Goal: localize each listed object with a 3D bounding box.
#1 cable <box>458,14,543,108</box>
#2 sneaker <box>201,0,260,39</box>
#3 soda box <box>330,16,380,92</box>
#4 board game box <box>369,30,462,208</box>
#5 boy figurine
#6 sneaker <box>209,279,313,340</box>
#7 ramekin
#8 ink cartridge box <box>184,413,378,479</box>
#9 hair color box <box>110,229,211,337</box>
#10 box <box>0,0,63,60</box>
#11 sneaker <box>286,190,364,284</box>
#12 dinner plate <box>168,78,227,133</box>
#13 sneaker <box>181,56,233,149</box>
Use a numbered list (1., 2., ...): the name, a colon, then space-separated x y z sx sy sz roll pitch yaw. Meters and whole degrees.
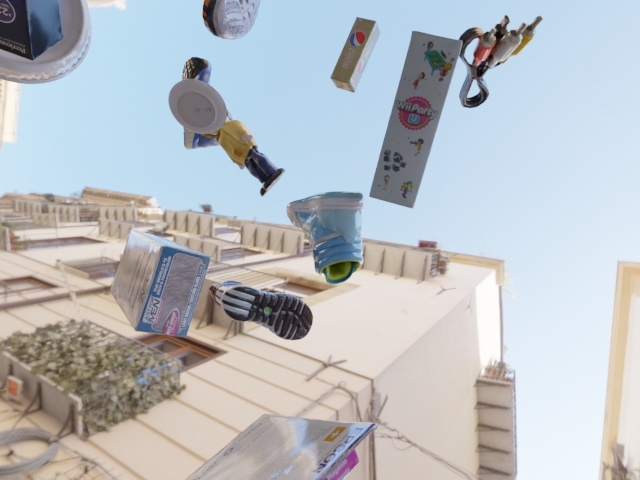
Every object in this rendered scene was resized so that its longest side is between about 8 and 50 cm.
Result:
1. cable: 0.341 -0.357 0.885 0.139 0.287 0.072 -13 -110 -4
2. sneaker: -0.206 -0.507 0.798 0.180 0.321 0.124 12 -34 2
3. soda box: 0.095 -0.503 1.127 0.061 0.058 0.181 25 -89 21
4. board game box: 0.191 -0.236 0.857 0.097 0.224 0.303 16 -75 8
5. boy figurine: -0.224 -0.257 1.130 0.285 0.092 0.177 44 -23 -8
6. sneaker: -0.153 0.156 1.033 0.162 0.281 0.106 16 -103 48
7. ramekin: -0.574 -0.438 0.780 0.127 0.273 0.273 23 -72 49
8. ink cartridge box: -0.116 0.323 0.451 0.071 0.324 0.330 59 -33 1
9. hair color box: -0.374 0.083 0.940 0.347 0.105 0.174 11 -96 56
10. box: -0.521 -0.398 0.571 0.261 0.103 0.184 17 -43 -12
11. sneaker: 0.000 0.000 1.014 0.319 0.127 0.208 173 -86 -69
12. dinner plate: -0.296 -0.315 0.995 0.141 0.141 0.017 -32 -145 30
13. sneaker: -0.332 -0.396 1.224 0.330 0.147 0.130 120 -35 -61
